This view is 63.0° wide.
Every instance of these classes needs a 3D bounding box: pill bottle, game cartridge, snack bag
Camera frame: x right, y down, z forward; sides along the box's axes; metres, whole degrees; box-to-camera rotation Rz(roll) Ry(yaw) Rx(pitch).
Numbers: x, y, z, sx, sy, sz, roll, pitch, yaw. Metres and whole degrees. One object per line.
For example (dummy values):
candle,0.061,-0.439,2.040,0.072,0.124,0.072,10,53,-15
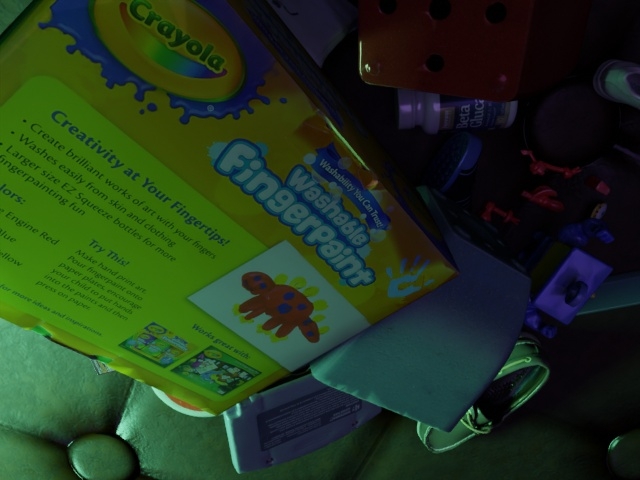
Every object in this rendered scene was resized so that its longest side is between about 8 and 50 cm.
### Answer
pill bottle,0.200,-0.210,0.789,0.170,0.094,0.094,-5,110,4
game cartridge,-0.024,0.298,0.932,0.294,0.060,0.195,-15,120,-21
snack bag,-0.084,-0.362,0.626,0.342,0.323,0.037,43,122,-13

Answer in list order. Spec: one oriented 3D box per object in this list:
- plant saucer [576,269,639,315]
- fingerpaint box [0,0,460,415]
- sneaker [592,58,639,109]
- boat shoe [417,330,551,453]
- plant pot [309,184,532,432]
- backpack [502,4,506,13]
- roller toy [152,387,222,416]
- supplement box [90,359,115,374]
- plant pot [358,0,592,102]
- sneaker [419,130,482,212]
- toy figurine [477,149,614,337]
plant saucer,0.517,0.095,0.930,0.192,0.018,0.067,-12,109,7
fingerpaint box,-0.130,-0.033,0.544,0.371,0.163,0.445,-34,131,18
sneaker,0.523,-0.214,0.776,0.212,0.094,0.080,12,109,-3
boat shoe,0.297,0.298,0.971,0.109,0.091,0.305,38,107,-11
plant pot,0.147,0.073,0.758,0.247,0.247,0.252,28,116,-21
backpack,0.335,-0.376,0.714,0.152,0.115,0.182,36,109,3
roller toy,-0.202,0.203,0.927,0.191,0.146,0.209,11,109,-2
supplement box,-0.380,0.215,0.987,0.083,0.055,0.043,-15,107,7
plant pot,0.171,-0.299,0.603,0.267,0.235,0.267,15,131,22
sneaker,0.209,-0.066,0.839,0.091,0.081,0.232,12,129,-16
toy figurine,0.328,0.057,0.817,0.191,0.217,0.362,30,108,-8
